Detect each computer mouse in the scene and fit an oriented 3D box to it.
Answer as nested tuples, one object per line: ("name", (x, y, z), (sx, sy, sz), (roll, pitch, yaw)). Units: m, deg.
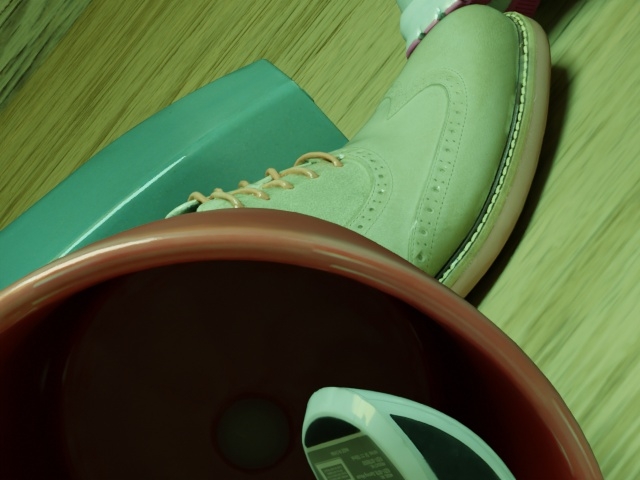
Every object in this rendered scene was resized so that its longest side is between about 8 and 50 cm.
("computer mouse", (0.064, 0.120, 0.592), (0.042, 0.193, 0.106), (-34, 4, -26))

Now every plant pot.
("plant pot", (-0.079, 0.004, 1.176), (0.234, 0.166, 0.165), (-44, 19, 1))
("plant pot", (-0.032, 0.104, 0.749), (0.275, 0.275, 0.243), (-48, 8, 8))

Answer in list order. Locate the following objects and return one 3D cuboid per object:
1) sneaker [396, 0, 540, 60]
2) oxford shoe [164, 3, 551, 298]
("sneaker", (0.127, -0.222, 1.132), (0.252, 0.103, 0.111), (-40, 61, 17))
("oxford shoe", (0.000, 0.000, 1.008), (0.140, 0.146, 0.397), (-25, 31, 58))
